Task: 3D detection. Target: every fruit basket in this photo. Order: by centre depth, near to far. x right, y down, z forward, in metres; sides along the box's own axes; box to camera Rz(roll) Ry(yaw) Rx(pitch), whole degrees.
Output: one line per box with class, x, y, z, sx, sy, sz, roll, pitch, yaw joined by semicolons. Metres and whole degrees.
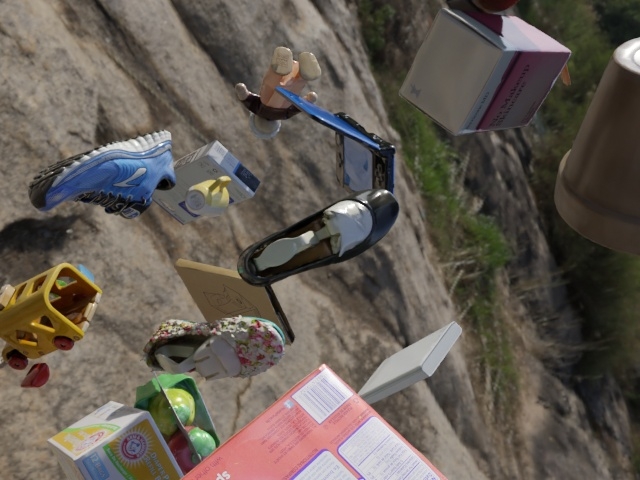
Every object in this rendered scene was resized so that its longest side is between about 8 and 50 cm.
fruit basket;-0.303;0.468;1.672;0.166;0.353;0.326;-28;118;-23

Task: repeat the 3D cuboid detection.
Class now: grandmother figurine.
grandmother figurine;-0.117;-0.359;1.813;0.208;0.342;0.103;16;67;-11

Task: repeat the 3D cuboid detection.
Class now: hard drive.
hard drive;0.232;0.342;1.924;0.040;0.307;0.203;48;47;-1

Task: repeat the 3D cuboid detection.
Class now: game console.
game console;0.024;-0.183;1.501;0.293;0.174;0.250;-129;-147;-59

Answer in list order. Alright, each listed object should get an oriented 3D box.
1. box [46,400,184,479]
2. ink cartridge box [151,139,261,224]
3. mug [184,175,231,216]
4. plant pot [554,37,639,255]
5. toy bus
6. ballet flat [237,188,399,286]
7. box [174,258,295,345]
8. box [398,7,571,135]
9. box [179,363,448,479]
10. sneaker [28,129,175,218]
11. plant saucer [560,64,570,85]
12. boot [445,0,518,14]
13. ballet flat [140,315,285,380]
box;-0.272;0.291;0.936;0.103;0.203;0.114;-31;99;-29
ink cartridge box;-0.321;-0.145;1.875;0.165;0.333;0.065;42;52;-28
mug;-0.189;-0.075;1.163;0.064;0.062;0.078;-19;127;-73
plant pot;0.567;-0.174;1.181;0.323;0.324;0.280;-75;162;-50
toy bus;-0.422;0.109;1.034;0.202;0.191;0.104;-48;123;-14
ballet flat;0.000;0.000;1.116;0.095;0.281;0.096;63;0;4
box;-0.153;0.109;1.270;0.021;0.201;0.164;-55;141;-33
box;0.261;-0.263;1.114;0.232;0.148;0.127;-16;51;-46
box;-0.056;0.256;0.538;0.154;0.142;0.300;40;49;19
sneaker;-0.381;-0.105;1.317;0.330;0.130;0.147;-30;106;-52
plant saucer;0.514;-0.370;1.512;0.083;0.013;0.083;-16;90;-74
boot;0.272;-0.439;1.039;0.264;0.281;0.096;35;62;-37
ballet flat;-0.145;0.146;0.907;0.077;0.241;0.091;-38;109;-42
